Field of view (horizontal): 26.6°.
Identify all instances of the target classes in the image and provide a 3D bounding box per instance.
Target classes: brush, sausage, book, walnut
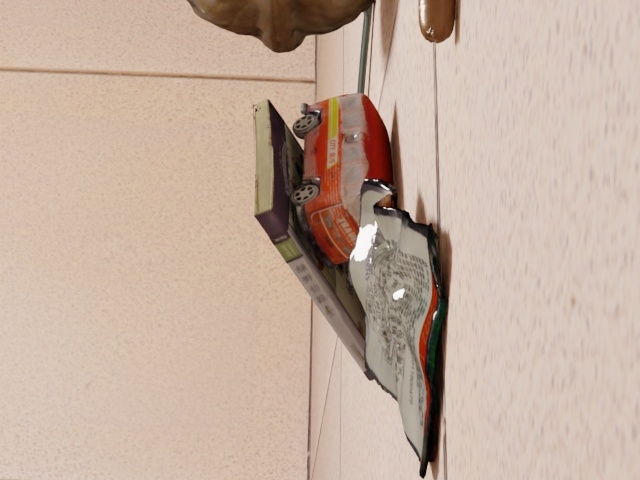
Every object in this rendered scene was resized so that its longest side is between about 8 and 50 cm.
[{"bbox_3d":[0.043,-0.194,1.544,0.062,0.027,0.266,-92,5,-67],"label":"brush"},{"bbox_3d":[0.073,-0.180,0.835,0.026,0.026,0.116,-145,57,-87],"label":"sausage"},{"bbox_3d":[0.001,0.000,1.231,0.157,0.026,0.231,-95,-22,-48],"label":"book"},{"bbox_3d":[-0.035,-0.285,1.315,0.224,0.224,0.224,-178,90,-88],"label":"walnut"}]

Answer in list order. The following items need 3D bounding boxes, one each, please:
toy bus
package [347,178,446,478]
[{"bbox_3d":[0.023,-0.056,1.189,0.174,0.077,0.079,-90,-25,-50],"label":"toy bus"},{"bbox_3d":[0.057,0.051,0.949,0.232,0.040,0.166,-129,37,-74],"label":"package"}]
